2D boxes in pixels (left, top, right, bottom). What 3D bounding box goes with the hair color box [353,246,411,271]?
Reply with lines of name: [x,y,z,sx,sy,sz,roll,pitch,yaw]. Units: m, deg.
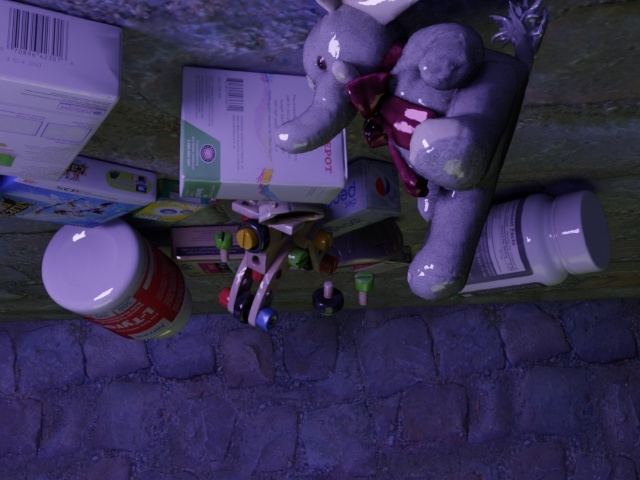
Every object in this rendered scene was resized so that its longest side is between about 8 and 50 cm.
hair color box: [0.179,0.056,2.012,0.093,0.053,0.167,8,165,-32]

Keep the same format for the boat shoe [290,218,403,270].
boat shoe: [0.018,0.022,1.658,0.355,0.132,0.130,1,164,-7]

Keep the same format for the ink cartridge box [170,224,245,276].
ink cartridge box: [-0.263,0.030,1.754,0.193,0.088,0.235,-3,168,0]

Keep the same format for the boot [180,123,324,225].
boot: [-0.096,-0.107,1.010,0.213,0.165,0.077,1,166,-21]

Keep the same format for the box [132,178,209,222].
box: [-0.311,-0.075,1.394,0.105,0.043,0.179,7,166,-33]

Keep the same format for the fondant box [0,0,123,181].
fondant box: [-0.405,-0.173,0.836,0.238,0.096,0.330,6,164,-31]

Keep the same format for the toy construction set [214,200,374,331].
toy construction set: [-0.087,-0.018,1.248,0.257,0.237,0.309,-18,-142,-26]

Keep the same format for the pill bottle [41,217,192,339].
pill bottle: [-0.459,0.109,1.644,0.229,0.229,0.408,-4,159,10]

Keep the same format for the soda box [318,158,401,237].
soda box: [0.029,-0.069,1.344,0.091,0.098,0.286,5,166,-35]

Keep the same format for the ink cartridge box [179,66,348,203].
ink cartridge box: [-0.078,-0.136,0.913,0.212,0.154,0.093,0,167,-13]

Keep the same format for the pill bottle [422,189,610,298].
pill bottle: [0.428,0.010,1.516,0.361,0.204,0.204,-12,164,39]

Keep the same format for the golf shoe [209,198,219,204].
golf shoe: [-0.175,-0.128,1.169,0.086,0.067,0.186,-30,167,-7]

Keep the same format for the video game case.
video game case: [-0.478,-0.089,1.266,0.244,0.061,0.269,11,162,-42]

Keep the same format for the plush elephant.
plush elephant: [0.074,-0.151,0.716,0.255,0.330,0.272,18,158,16]
